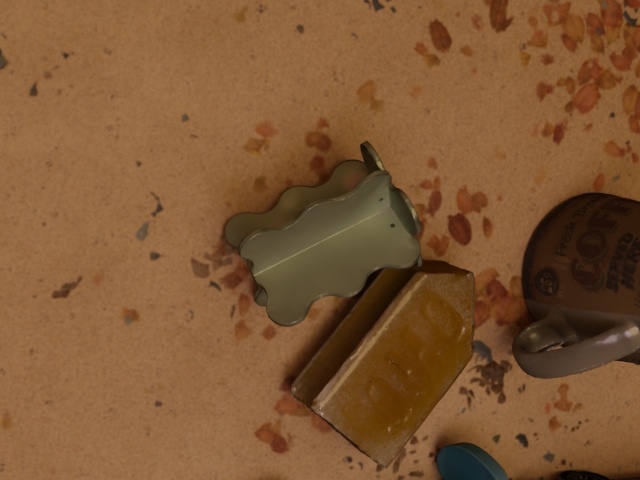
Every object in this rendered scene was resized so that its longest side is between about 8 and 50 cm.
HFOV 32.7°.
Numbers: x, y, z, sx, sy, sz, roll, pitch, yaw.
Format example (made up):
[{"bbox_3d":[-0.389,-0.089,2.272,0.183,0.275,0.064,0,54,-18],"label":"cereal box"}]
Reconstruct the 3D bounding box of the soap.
[{"bbox_3d":[0.099,0.137,1.367,0.257,0.080,0.160,-52,123,-8],"label":"soap"}]

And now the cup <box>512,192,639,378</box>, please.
[{"bbox_3d":[0.390,0.078,1.398,0.301,0.257,0.227,-36,106,-13],"label":"cup"}]

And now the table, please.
[{"bbox_3d":[0.000,0.000,1.287,0.198,0.166,0.166,-27,106,-9],"label":"table"}]

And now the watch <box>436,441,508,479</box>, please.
[{"bbox_3d":[0.164,0.383,1.373,0.193,0.211,0.211,-18,103,-38],"label":"watch"}]

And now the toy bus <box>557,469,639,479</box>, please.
[{"bbox_3d":[0.509,0.441,1.490,0.440,0.249,0.209,2,96,-23],"label":"toy bus"}]
